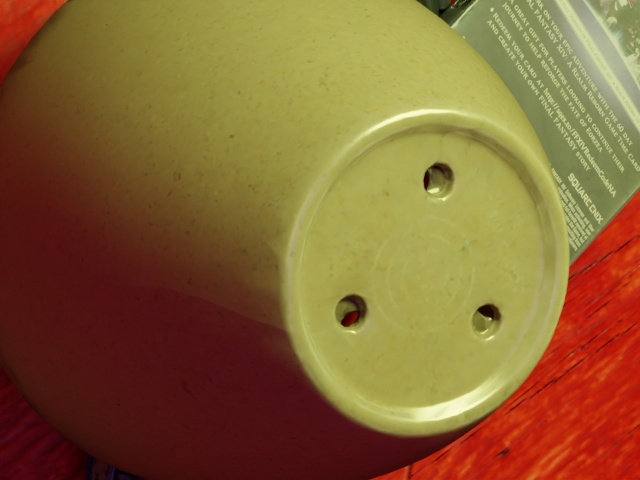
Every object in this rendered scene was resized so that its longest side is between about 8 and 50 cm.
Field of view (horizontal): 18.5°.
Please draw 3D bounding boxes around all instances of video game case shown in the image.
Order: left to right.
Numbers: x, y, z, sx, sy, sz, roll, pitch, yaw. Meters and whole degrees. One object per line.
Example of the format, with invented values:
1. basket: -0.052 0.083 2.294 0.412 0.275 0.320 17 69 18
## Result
1. video game case: 0.182 -0.125 1.312 0.274 0.026 0.196 -47 120 -16

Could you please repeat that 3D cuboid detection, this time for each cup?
1. cup: 0.000 0.000 1.077 0.331 0.237 0.331 -4 99 -27

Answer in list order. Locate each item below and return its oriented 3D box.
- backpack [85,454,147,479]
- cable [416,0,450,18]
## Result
1. backpack: -0.089 0.142 1.245 0.114 0.084 0.105 11 95 -27
2. cable: 0.118 -0.150 1.310 0.151 0.047 0.184 -22 111 -26
